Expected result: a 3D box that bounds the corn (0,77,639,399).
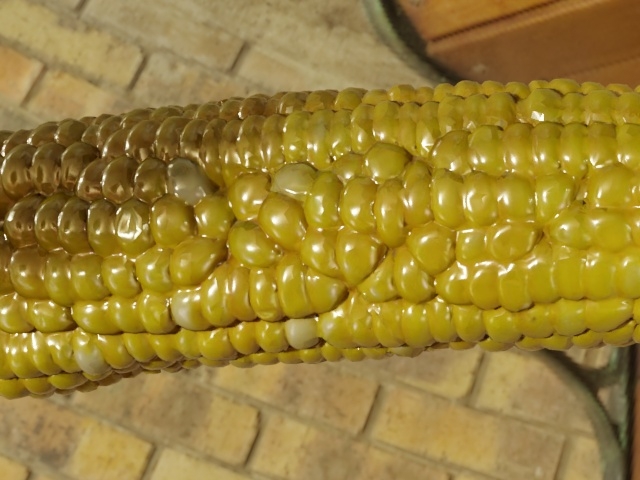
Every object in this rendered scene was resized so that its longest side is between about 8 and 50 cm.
[{"bbox_3d":[-0.001,-0.005,0.398,0.313,0.102,0.102,-7,145,13],"label":"corn"}]
